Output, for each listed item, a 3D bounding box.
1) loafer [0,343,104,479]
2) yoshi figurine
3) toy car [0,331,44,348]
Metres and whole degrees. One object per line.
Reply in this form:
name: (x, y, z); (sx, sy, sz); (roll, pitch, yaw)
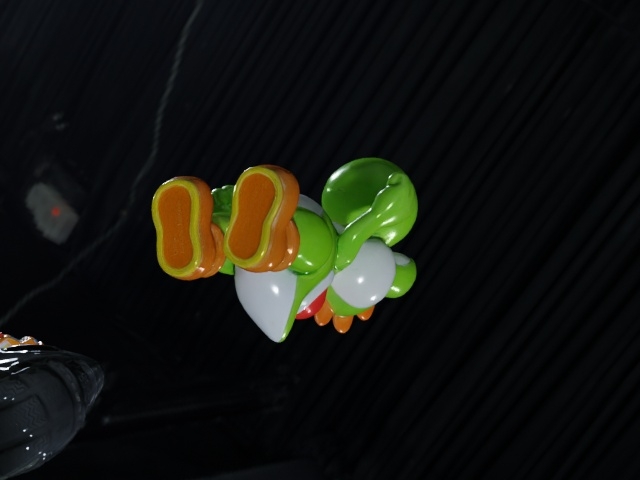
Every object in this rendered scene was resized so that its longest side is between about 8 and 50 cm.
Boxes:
loafer: (-0.213, 0.103, 0.592); (0.078, 0.223, 0.076); (-30, -77, -60)
yoshi figurine: (-0.005, -0.027, 1.175); (0.203, 0.203, 0.362); (52, -160, 28)
toy car: (-0.298, 0.114, 1.019); (0.040, 0.060, 0.122); (55, 180, -11)
